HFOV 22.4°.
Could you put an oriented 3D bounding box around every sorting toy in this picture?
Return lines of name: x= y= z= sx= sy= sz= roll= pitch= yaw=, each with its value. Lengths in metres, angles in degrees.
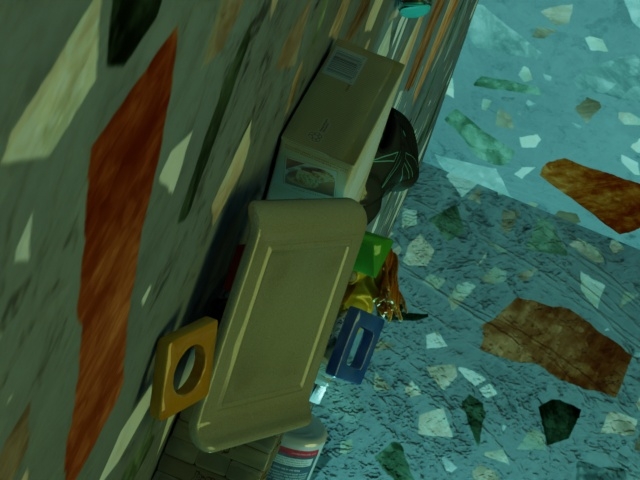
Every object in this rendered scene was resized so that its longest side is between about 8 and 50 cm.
sorting toy: x=-0.041 y=0.059 z=1.278 sx=0.348 sy=0.047 sz=0.196 roll=-4 pitch=111 yaw=-62

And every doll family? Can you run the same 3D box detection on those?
doll family: x=0.008 y=0.080 z=1.608 sx=0.163 sy=0.118 sz=0.263 roll=-60 pitch=-176 yaw=-31

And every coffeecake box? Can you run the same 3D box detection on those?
coffeecake box: x=0.002 y=-0.059 z=1.420 sx=0.185 sy=0.068 sz=0.142 roll=108 pitch=7 yaw=-47

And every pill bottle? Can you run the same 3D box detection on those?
pill bottle: x=-0.069 y=0.315 z=2.157 sx=0.108 sy=0.108 sz=0.180 roll=-55 pitch=167 yaw=-70

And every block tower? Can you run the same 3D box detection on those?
block tower: x=-0.117 y=0.261 z=1.440 sx=0.097 sy=0.091 sz=0.335 roll=-8 pitch=120 yaw=-86

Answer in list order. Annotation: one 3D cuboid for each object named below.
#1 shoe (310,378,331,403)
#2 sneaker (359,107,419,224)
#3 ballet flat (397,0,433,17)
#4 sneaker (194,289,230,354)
shoe: x=-0.014 y=0.148 z=2.142 sx=0.178 sy=0.081 sz=0.063 roll=112 pitch=3 yaw=-51
sneaker: x=0.059 y=-0.101 z=1.693 sx=0.267 sy=0.101 sz=0.106 roll=-59 pitch=168 yaw=-65
ballet flat: x=0.105 y=-0.274 z=1.800 sx=0.114 sy=0.041 sz=0.041 roll=12 pitch=100 yaw=-87
sneaker: x=-0.069 y=0.053 z=1.318 sx=0.069 sy=0.038 sz=0.098 roll=106 pitch=7 yaw=-59
